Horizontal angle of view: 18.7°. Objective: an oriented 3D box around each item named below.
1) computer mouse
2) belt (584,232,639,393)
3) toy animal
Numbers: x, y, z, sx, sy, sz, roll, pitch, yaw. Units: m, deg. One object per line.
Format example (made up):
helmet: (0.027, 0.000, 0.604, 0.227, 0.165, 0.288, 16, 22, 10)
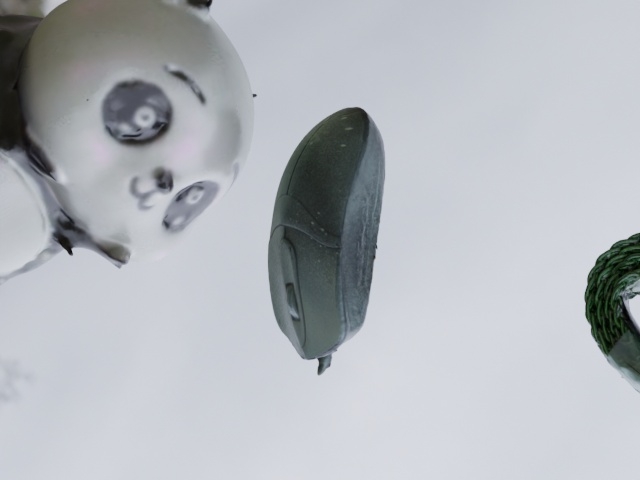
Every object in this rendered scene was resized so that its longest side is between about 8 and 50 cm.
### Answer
computer mouse: (-0.005, -0.002, 1.624, 0.113, 0.068, 0.229, 6, -93, 59)
belt: (0.289, 0.069, 1.615, 0.121, 0.151, 0.079, -26, 156, 7)
toy animal: (-0.210, -0.101, 1.670, 0.310, 0.251, 0.251, -14, -159, 8)
